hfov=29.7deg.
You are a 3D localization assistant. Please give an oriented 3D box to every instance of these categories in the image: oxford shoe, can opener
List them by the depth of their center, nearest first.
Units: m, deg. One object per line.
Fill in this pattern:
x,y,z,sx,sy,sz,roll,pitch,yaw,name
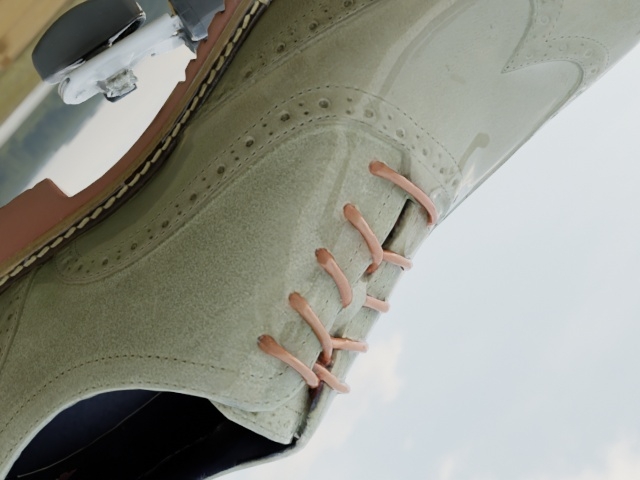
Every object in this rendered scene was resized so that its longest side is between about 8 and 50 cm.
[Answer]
0.000,0.000,0.452,0.397,0.140,0.146,-40,-135,16,oxford shoe
-0.108,-0.201,1.004,0.280,0.093,0.074,-31,175,-8,can opener
